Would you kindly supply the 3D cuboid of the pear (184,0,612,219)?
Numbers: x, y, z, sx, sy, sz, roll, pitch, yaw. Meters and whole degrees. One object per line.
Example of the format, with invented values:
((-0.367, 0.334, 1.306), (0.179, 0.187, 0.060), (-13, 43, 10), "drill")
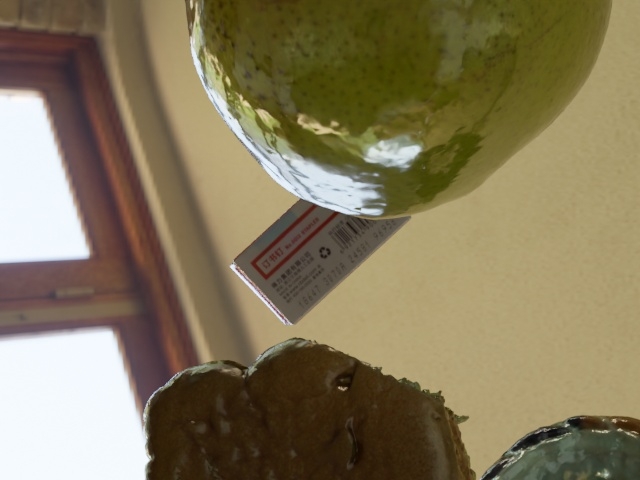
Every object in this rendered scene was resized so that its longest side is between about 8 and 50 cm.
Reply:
((0.048, -0.164, 0.733), (0.294, 0.294, 0.294), (3, -86, 49), "pear")

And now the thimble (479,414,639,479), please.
((0.225, 0.267, 0.950), (0.237, 0.237, 0.150), (24, -34, 46), "thimble")

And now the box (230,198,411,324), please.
((0.000, 0.000, 1.546), (0.229, 0.050, 0.123), (-43, -88, 5), "box")

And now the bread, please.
((0.001, 0.106, 0.441), (0.128, 0.069, 0.140), (-21, -126, 8), "bread")
